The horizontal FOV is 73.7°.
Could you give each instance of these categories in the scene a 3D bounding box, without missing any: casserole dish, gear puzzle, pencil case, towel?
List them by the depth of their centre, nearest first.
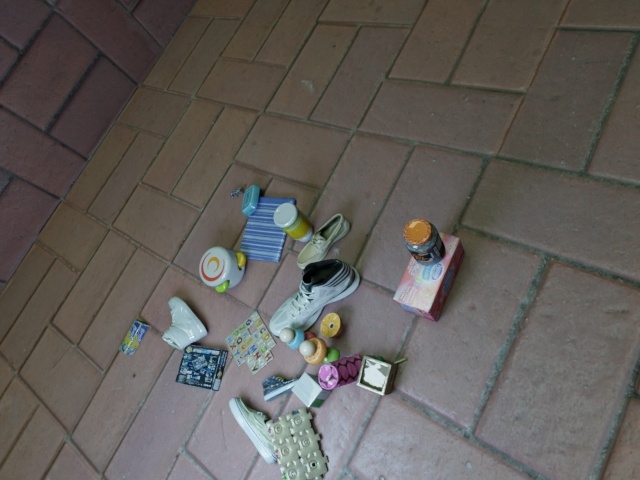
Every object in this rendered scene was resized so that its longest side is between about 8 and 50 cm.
[{"bbox_3d":[0.080,0.472,1.553,0.095,0.209,0.098,7,91,34],"label":"pencil case"},{"bbox_3d":[-0.068,0.801,1.562,0.175,0.044,0.339,-19,65,-11],"label":"gear puzzle"},{"bbox_3d":[-0.261,-0.061,2.096,0.243,0.040,0.336,5,71,27],"label":"towel"},{"bbox_3d":[-0.357,-0.210,2.172,0.114,0.037,0.188,-34,40,38],"label":"casserole dish"}]

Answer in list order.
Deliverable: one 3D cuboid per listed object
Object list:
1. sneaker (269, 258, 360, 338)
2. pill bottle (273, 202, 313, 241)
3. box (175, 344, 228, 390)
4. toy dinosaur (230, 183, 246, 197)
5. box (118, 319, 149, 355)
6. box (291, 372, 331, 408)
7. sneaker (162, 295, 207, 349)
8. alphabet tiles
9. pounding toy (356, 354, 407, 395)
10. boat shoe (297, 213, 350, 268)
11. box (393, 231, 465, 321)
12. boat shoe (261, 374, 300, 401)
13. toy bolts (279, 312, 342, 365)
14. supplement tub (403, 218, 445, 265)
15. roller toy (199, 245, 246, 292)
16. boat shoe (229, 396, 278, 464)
[{"bbox_3d":[-0.072,0.215,1.725,0.447,0.257,0.169,-38,56,6],"label":"sneaker"},{"bbox_3d":[-0.112,-0.073,1.913,0.117,0.208,0.118,-11,62,22],"label":"pill bottle"},{"bbox_3d":[-0.535,0.568,1.919,0.220,0.051,0.175,-1,67,27],"label":"box"},{"bbox_3d":[-0.443,-0.257,2.289,0.082,0.047,0.090,-8,30,33],"label":"toy dinosaur"},{"bbox_3d":[-0.942,0.490,2.160,0.054,0.059,0.169,19,77,30],"label":"box"},{"bbox_3d":[-0.033,0.572,1.629,0.102,0.101,0.087,35,85,33],"label":"box"},{"bbox_3d":[-0.683,0.388,2.011,0.169,0.108,0.292,-32,49,-30],"label":"sneaker"},{"bbox_3d":[-0.303,0.460,1.878,0.198,0.009,0.237,-42,55,3],"label":"alphabet tiles"},{"bbox_3d":[0.225,0.477,1.559,0.130,0.100,0.141,12,83,32],"label":"pounding toy"},{"bbox_3d":[0.000,0.000,1.887,0.302,0.098,0.109,-43,55,3],"label":"boat shoe"},{"bbox_3d":[0.408,0.127,1.585,0.142,0.154,0.300,19,75,33],"label":"box"},{"bbox_3d":[-0.158,0.572,1.714,0.183,0.065,0.083,-29,58,13],"label":"boat shoe"},{"bbox_3d":[-0.045,0.368,1.666,0.228,0.158,0.218,-5,61,45],"label":"toy bolts"},{"bbox_3d":[0.353,0.005,1.463,0.117,0.190,0.117,-12,62,23],"label":"supplement tub"},{"bbox_3d":[-0.462,0.128,2.033,0.191,0.146,0.209,25,91,31],"label":"roller toy"},{"bbox_3d":[-0.246,0.727,1.678,0.094,0.109,0.302,-40,63,-14],"label":"boat shoe"}]
